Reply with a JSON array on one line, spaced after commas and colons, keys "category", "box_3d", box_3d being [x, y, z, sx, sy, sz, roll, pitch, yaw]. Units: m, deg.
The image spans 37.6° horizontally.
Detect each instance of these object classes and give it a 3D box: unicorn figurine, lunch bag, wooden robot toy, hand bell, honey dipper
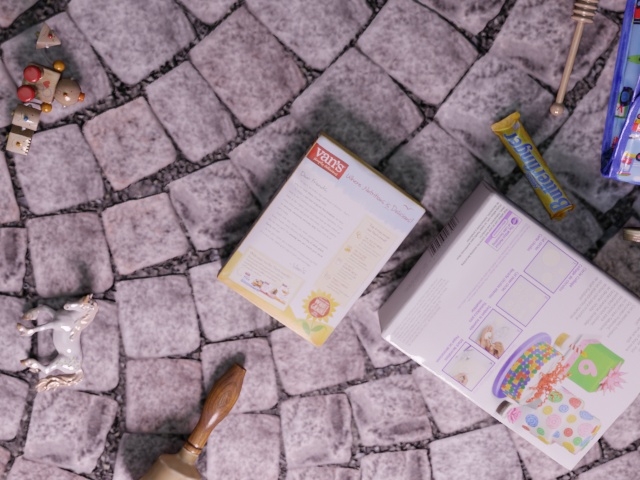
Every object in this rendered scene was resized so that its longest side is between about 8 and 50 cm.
[{"category": "unicorn figurine", "box_3d": [-0.353, 0.128, 1.279, 0.111, 0.060, 0.162, -2, 120, -1]}, {"category": "lunch bag", "box_3d": [0.487, -0.185, 1.185, 0.221, 0.138, 0.293, 4, 116, -3]}, {"category": "wooden robot toy", "box_3d": [-0.342, -0.184, 1.194, 0.079, 0.076, 0.173, 17, 103, -16]}, {"category": "hand bell", "box_3d": [-0.171, 0.279, 1.301, 0.126, 0.126, 0.242, 31, 90, -8]}, {"category": "honey dipper", "box_3d": [0.324, -0.238, 1.205, 0.030, 0.030, 0.161, 10, 105, -3]}]

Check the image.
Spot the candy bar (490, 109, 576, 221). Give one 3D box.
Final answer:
[{"category": "candy bar", "box_3d": [0.284, -0.096, 1.244, 0.040, 0.018, 0.161, -33, 101, 7]}]

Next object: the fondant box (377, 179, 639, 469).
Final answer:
[{"category": "fondant box", "box_3d": [0.276, 0.114, 1.256, 0.330, 0.096, 0.238, 36, 101, -8]}]

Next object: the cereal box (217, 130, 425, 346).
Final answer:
[{"category": "cereal box", "box_3d": [0.000, 0.000, 1.250, 0.173, 0.047, 0.240, 36, 100, -9]}]

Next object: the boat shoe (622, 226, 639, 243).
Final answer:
[{"category": "boat shoe", "box_3d": [0.465, 0.014, 1.256, 0.135, 0.050, 0.045, 15, 98, -4]}]
